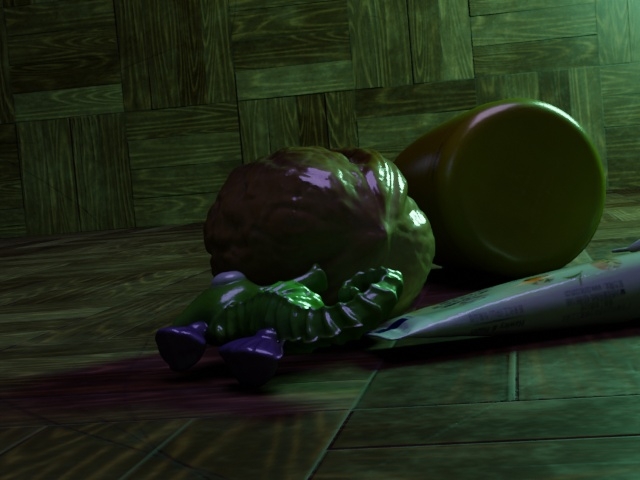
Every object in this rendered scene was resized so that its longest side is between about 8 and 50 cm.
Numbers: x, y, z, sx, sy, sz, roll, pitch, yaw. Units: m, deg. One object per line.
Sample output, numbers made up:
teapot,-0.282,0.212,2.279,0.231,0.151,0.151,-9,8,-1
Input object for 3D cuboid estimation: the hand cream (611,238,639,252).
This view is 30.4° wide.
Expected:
hand cream,0.409,-0.014,1.024,0.139,0.089,0.314,-6,-1,-33

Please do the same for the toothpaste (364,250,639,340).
toothpaste,0.183,0.037,0.812,0.314,0.058,0.056,-10,48,-14

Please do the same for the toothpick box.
toothpick box,0.164,-0.048,1.239,0.175,0.175,0.271,-6,1,-14

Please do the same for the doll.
doll,-0.025,0.045,0.731,0.115,0.050,0.190,-39,21,-31

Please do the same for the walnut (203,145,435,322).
walnut,0.000,0.000,0.864,0.155,0.155,0.184,-7,6,-28
